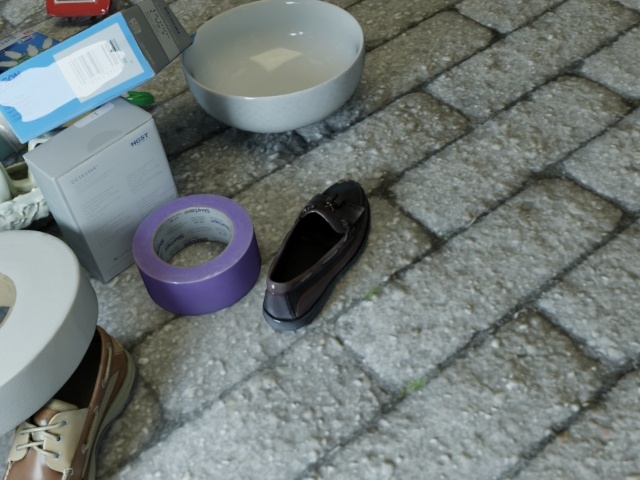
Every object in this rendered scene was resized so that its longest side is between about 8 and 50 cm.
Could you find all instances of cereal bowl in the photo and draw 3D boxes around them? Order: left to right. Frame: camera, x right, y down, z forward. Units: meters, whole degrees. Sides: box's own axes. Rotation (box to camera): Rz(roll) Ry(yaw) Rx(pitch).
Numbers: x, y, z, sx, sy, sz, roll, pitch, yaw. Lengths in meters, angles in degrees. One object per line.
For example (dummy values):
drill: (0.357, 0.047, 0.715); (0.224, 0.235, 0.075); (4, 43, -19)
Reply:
cereal bowl: (-0.081, -0.313, 1.477); (0.339, 0.141, 0.338); (-4, 47, 4)

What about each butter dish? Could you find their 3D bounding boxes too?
butter dish: (-0.545, -0.590, 1.828); (0.160, 0.118, 0.160); (1, 89, 11)

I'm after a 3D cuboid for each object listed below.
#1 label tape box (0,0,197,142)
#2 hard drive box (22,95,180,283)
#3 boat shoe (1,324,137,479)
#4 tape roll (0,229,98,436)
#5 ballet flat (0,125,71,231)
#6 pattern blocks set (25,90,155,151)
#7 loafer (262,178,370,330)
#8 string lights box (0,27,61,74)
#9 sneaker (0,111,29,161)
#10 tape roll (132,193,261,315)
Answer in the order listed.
label tape box: (-0.364, -0.306, 1.314); (0.249, 0.115, 0.347); (-24, 22, 13)
hard drive box: (-0.325, -0.076, 1.225); (0.089, 0.232, 0.181); (33, 58, 32)
boat shoe: (-0.343, 0.247, 1.001); (0.123, 0.116, 0.324); (3, 47, 11)
tape roll: (-0.494, 0.133, 1.045); (0.392, 0.072, 0.392); (-10, 38, 8)
ballet flat: (-0.482, -0.106, 1.290); (0.409, 0.147, 0.147); (-26, 49, -21)
pattern blocks set: (-0.443, -0.185, 1.484); (0.286, 0.026, 0.324); (14, 51, 20)
loafer: (0.000, 0.000, 1.201); (0.109, 0.095, 0.302); (14, 50, 20)
string lights box: (-0.580, -0.349, 1.604); (0.260, 0.076, 0.133); (27, 56, 38)
sneaker: (-0.701, -0.205, 1.479); (0.208, 0.127, 0.319); (-43, 43, -15)
tape roll: (-0.191, 0.019, 1.221); (0.189, 0.080, 0.189); (-4, 47, 4)
